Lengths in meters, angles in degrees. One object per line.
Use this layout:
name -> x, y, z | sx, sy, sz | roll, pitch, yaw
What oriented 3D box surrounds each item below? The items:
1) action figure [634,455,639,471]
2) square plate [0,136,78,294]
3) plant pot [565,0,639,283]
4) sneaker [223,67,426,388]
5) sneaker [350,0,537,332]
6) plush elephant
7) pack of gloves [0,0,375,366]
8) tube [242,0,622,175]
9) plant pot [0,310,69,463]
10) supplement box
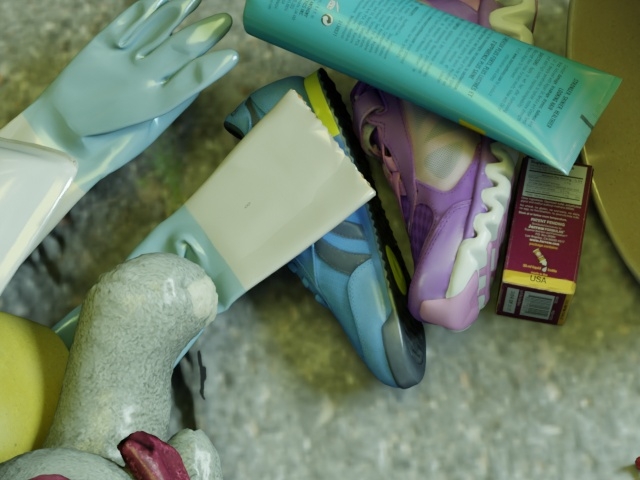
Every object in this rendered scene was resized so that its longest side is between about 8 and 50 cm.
action figure -> 0.199, 0.172, 0.819 | 0.038, 0.030, 0.115 | -6, 68, -6
square plate -> -0.336, 0.056, 0.799 | 0.344, 0.049, 0.347 | 15, 66, 40
plant pot -> 0.320, -0.095, 0.832 | 0.274, 0.256, 0.256 | -11, 66, -20
sneaker -> 0.000, 0.000, 0.887 | 0.082, 0.069, 0.209 | -24, 68, 9
sneaker -> 0.065, -0.055, 0.881 | 0.104, 0.095, 0.236 | 9, 58, 3
plush elephant -> -0.065, 0.194, 0.699 | 0.255, 0.272, 0.330 | 14, 98, 21
pack of gloves -> -0.103, -0.021, 0.893 | 0.232, 0.046, 0.195 | -42, 71, 10
tube -> 0.058, -0.104, 0.837 | 0.207, 0.052, 0.080 | 24, 60, 15
plant pot -> -0.189, 0.090, 0.827 | 0.095, 0.134, 0.134 | -14, 63, -36
supplement box -> 0.131, 0.000, 0.881 | 0.043, 0.055, 0.083 | 10, 67, 7
